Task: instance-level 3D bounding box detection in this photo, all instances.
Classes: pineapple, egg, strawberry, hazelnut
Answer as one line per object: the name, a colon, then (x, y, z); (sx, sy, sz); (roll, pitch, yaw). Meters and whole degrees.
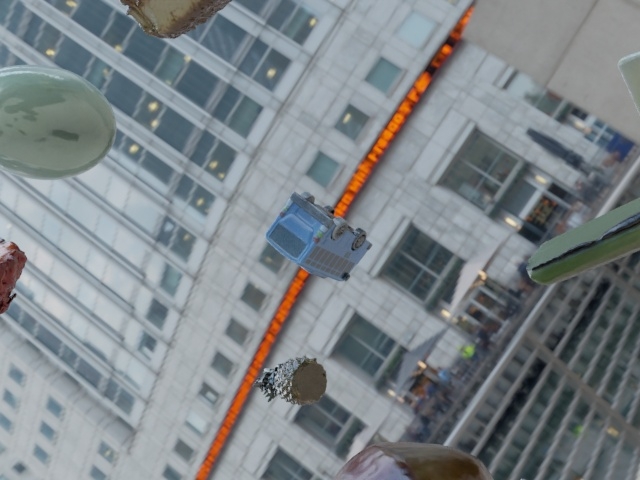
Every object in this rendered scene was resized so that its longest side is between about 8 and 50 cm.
pineapple: (-0.050, 0.211, 1.208); (0.074, 0.074, 0.159); (-48, 13, -26)
egg: (-0.563, -0.235, 1.620); (0.230, 0.230, 0.371); (-59, -20, 16)
strawberry: (-0.538, 0.093, 1.221); (0.236, 0.190, 0.111); (-92, -11, -70)
hazelnut: (0.086, 0.257, 0.711); (0.202, 0.170, 0.160); (42, -131, -59)

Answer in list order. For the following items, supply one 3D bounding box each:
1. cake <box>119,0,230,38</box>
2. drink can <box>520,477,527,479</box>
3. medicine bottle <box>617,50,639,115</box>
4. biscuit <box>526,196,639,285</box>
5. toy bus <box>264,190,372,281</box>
cake: (-0.241, -0.547, 1.431); (0.282, 0.290, 0.255); (-31, 16, 27)
drink can: (0.344, 0.549, 1.440); (0.235, 0.097, 0.097); (-62, -14, -4)
medicine bottle: (0.571, -0.168, 0.949); (0.406, 0.235, 0.236); (-8, 31, 51)
biscuit: (0.328, -0.035, 0.724); (0.322, 0.038, 0.099); (-31, 3, 35)
toy bus: (0.000, 0.000, 1.615); (0.133, 0.116, 0.234); (-55, -26, 4)
